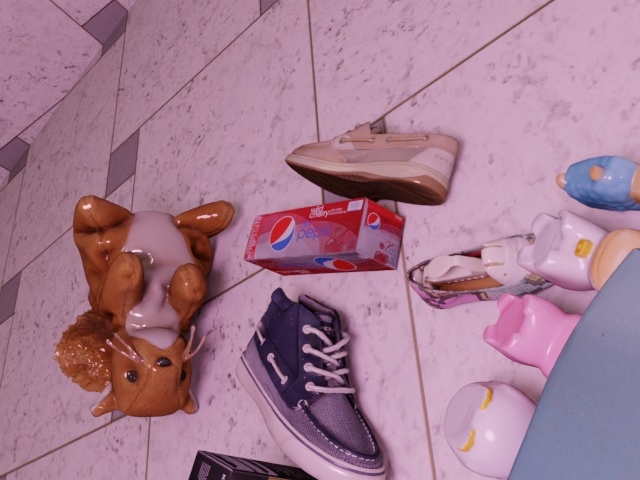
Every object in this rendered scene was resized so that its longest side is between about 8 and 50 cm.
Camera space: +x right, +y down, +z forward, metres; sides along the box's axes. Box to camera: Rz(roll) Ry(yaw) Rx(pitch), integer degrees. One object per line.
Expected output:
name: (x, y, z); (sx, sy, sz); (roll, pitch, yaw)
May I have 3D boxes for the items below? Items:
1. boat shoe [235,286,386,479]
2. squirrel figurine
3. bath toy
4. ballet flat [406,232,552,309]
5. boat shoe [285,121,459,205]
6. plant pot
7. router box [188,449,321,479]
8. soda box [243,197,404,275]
boat shoe: (-0.006, 0.186, 0.959); (0.340, 0.127, 0.158); (33, 104, 52)
squirrel figurine: (-0.330, 0.157, 1.298); (0.397, 0.281, 0.371); (-42, 53, 47)
bath toy: (0.256, 0.093, 0.717); (0.348, 0.129, 0.151); (-63, 11, 0)
ballet flat: (0.197, 0.034, 0.849); (0.221, 0.079, 0.077); (-19, 56, 42)
boat shoe: (0.073, -0.123, 1.060); (0.302, 0.109, 0.098); (11, 74, 45)
plant pot: (0.289, 0.132, 0.565); (0.165, 0.165, 0.234); (28, 112, 52)
router box: (-0.078, 0.425, 0.826); (0.081, 0.243, 0.309); (6, 76, 50)
soda box: (0.000, 0.000, 1.082); (0.263, 0.092, 0.084); (-5, 68, 47)
